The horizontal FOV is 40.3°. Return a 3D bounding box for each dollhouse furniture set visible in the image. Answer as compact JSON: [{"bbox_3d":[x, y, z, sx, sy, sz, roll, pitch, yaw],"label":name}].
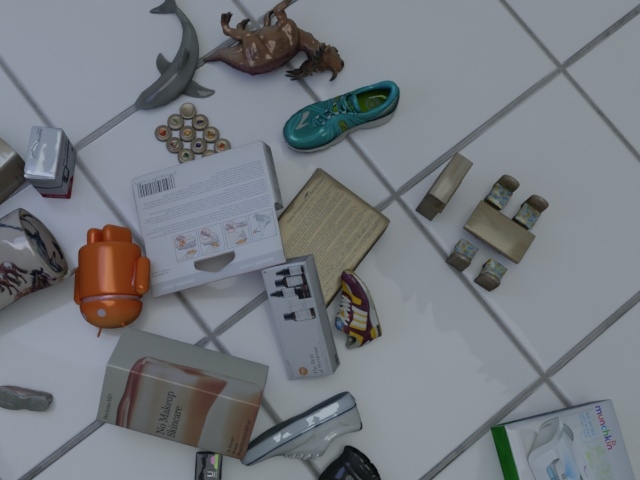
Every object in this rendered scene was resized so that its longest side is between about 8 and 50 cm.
[{"bbox_3d":[0.338,-0.053,1.825,0.242,0.161,0.212,34,77,3],"label":"dollhouse furniture set"}]

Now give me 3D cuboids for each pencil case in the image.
[{"bbox_3d":[-0.690,0.101,1.685,0.410,0.160,0.183,-31,109,-4],"label":"pencil case"}]

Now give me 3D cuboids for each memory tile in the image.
[{"bbox_3d":[-0.276,-0.218,1.887,0.113,0.012,0.148,-43,84,-12],"label":"memory tile"}]

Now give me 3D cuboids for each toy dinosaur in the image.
[{"bbox_3d":[-0.104,-0.410,1.894,0.295,0.127,0.200,-20,87,-3],"label":"toy dinosaur"}]

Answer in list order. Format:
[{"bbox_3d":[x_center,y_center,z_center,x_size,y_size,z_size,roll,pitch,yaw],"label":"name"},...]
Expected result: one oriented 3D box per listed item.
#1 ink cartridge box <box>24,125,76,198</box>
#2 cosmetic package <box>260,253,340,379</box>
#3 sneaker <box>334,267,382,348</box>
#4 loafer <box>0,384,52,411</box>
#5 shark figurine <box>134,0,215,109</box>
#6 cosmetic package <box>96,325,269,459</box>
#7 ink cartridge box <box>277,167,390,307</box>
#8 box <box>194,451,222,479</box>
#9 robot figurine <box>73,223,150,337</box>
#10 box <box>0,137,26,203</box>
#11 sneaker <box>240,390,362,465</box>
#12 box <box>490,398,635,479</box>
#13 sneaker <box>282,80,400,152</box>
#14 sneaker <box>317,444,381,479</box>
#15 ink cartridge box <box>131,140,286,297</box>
[{"bbox_3d":[-0.549,-0.157,1.780,0.063,0.150,0.109,5,77,-3],"label":"ink cartridge box"},{"bbox_3d":[-0.040,0.154,1.741,0.098,0.060,0.239,-10,102,20],"label":"cosmetic package"},{"bbox_3d":[0.064,0.144,1.765,0.084,0.069,0.185,-29,122,-11],"label":"sneaker"},{"bbox_3d":[-0.597,0.312,1.735,0.125,0.039,0.045,11,110,1],"label":"loafer"},{"bbox_3d":[-0.303,-0.415,1.880,0.166,0.116,0.278,6,79,-5],"label":"shark figurine"},{"bbox_3d":[-0.264,0.294,1.682,0.296,0.129,0.153,15,120,-2],"label":"cosmetic package"},{"bbox_3d":[0.000,0.000,1.823,0.193,0.088,0.235,37,79,5],"label":"ink cartridge box"},{"bbox_3d":[-0.219,0.446,1.708,0.052,0.083,0.062,2,77,-4],"label":"box"},{"bbox_3d":[-0.419,0.081,1.749,0.158,0.128,0.219,-2,79,-10],"label":"robot figurine"},{"bbox_3d":[-0.746,-0.086,1.752,0.121,0.148,0.311,41,79,4],"label":"box"},{"bbox_3d":[-0.035,0.396,1.731,0.258,0.094,0.091,-26,90,-5],"label":"sneaker"},{"bbox_3d":[0.494,0.472,1.743,0.231,0.127,0.262,-11,78,-5],"label":"box"},{"bbox_3d":[0.044,-0.279,1.878,0.275,0.110,0.107,-25,81,-9],"label":"sneaker"},{"bbox_3d":[0.106,0.547,1.715,0.130,0.109,0.286,-40,76,-2],"label":"sneaker"},{"bbox_3d":[-0.221,-0.039,1.779,0.296,0.066,0.261,-15,77,12],"label":"ink cartridge box"}]
